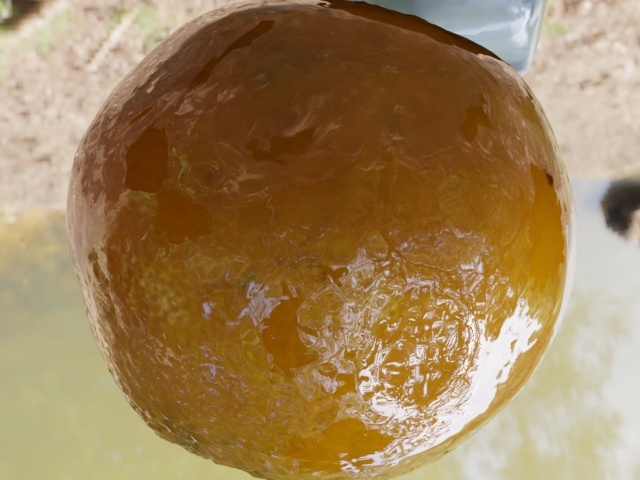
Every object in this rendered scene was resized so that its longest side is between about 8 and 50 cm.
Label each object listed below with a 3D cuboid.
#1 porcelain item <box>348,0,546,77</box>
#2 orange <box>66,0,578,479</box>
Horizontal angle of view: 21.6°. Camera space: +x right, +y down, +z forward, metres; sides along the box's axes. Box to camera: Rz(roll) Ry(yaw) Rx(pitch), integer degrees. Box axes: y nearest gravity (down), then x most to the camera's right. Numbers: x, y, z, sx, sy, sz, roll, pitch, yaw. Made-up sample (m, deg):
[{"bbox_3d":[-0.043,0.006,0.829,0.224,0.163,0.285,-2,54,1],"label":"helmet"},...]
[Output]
[{"bbox_3d":[0.099,-0.243,1.306,0.178,0.243,0.405,14,168,6],"label":"porcelain item"},{"bbox_3d":[0.000,0.000,1.005,0.312,0.312,0.312,-7,151,-4],"label":"orange"}]
